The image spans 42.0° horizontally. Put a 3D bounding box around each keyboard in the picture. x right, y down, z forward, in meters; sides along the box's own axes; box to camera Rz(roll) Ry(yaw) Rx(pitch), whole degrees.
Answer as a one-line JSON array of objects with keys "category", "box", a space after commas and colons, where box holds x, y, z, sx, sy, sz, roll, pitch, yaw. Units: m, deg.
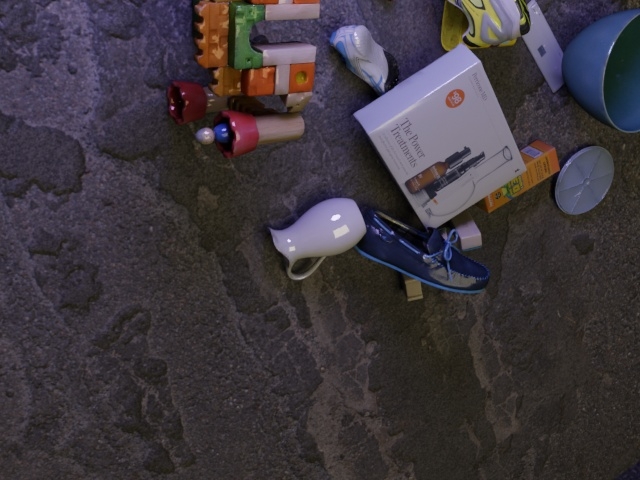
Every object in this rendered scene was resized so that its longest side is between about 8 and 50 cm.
[{"category": "keyboard", "box": [0.547, -0.471, 2.037, 0.072, 0.014, 0.256, -42, 127, 3]}]

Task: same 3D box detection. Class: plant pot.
[{"category": "plant pot", "box": [0.706, -0.425, 2.023, 0.290, 0.195, 0.290, -14, 116, -30]}]

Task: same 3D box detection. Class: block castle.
[{"category": "block castle", "box": [-0.172, -0.397, 1.491, 0.213, 0.303, 0.453, -12, 121, -31]}]

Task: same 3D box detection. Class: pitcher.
[{"category": "pitcher", "box": [0.000, 0.000, 1.919, 0.207, 0.125, 0.178, -23, 138, -4]}]

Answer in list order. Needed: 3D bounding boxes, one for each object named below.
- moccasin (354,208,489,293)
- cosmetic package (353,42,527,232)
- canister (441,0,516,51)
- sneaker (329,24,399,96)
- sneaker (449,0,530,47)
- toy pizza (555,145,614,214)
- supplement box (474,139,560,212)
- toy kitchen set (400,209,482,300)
[{"category": "moccasin", "box": [0.247, 0.026, 1.957, 0.342, 0.138, 0.117, 18, 116, -8]}, {"category": "cosmetic package", "box": [0.283, -0.222, 1.904, 0.284, 0.097, 0.377, -35, 135, 4]}, {"category": "canister", "box": [0.365, -0.496, 1.882, 0.170, 0.073, 0.126, -11, 119, -26]}, {"category": "sneaker", "box": [0.102, -0.383, 1.802, 0.237, 0.086, 0.085, 42, 63, -49]}, {"category": "sneaker", "box": [0.295, -0.577, 1.715, 0.147, 0.145, 0.385, -22, 99, 26]}, {"category": "toy pizza", "box": [0.719, -0.166, 2.281, 0.201, 0.032, 0.201, -12, 120, -22]}, {"category": "supplement box", "box": [0.493, -0.163, 2.128, 0.233, 0.080, 0.078, -30, 124, -10]}, {"category": "toy kitchen set", "box": [0.299, 0.041, 2.126, 0.207, 0.122, 0.166, -12, 123, 0]}]
